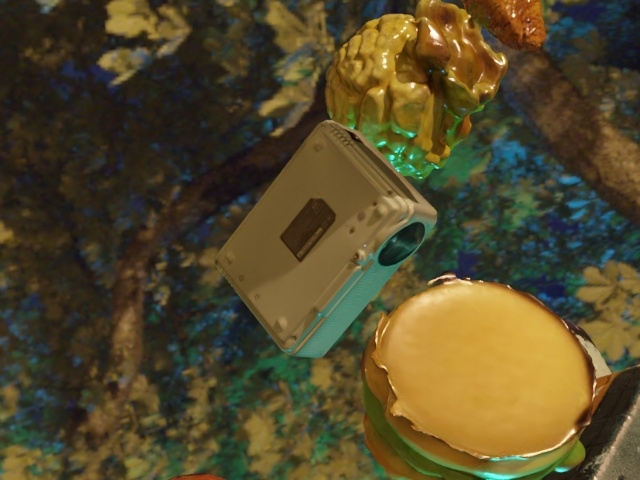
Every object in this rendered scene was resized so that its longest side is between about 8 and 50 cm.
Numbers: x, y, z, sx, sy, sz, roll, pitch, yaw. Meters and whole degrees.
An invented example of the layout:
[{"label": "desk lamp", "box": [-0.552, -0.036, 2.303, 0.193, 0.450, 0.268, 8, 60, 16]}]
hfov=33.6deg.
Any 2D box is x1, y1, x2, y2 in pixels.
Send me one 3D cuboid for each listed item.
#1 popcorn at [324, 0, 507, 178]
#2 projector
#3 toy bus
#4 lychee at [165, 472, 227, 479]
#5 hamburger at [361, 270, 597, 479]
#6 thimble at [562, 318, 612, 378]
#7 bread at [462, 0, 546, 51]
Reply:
[{"label": "popcorn", "box": [0.132, -0.224, 1.526, 0.258, 0.270, 0.224, -45, -102, 2]}, {"label": "projector", "box": [0.000, 0.000, 1.352, 0.257, 0.099, 0.192, -50, -119, 17]}, {"label": "toy bus", "box": [0.330, 0.312, 1.293, 0.162, 0.323, 0.194, 52, -41, -8]}, {"label": "lychee", "box": [-0.157, 0.436, 1.417, 0.255, 0.300, 0.255, -10, -109, 31]}, {"label": "hamburger", "box": [0.146, 0.164, 1.041, 0.237, 0.237, 0.149, 49, -34, 31]}, {"label": "thimble", "box": [0.316, 0.232, 1.563, 0.150, 0.237, 0.237, -107, -153, -52]}, {"label": "bread", "box": [0.181, -0.315, 1.182, 0.076, 0.105, 0.233, -10, -71, 58]}]
